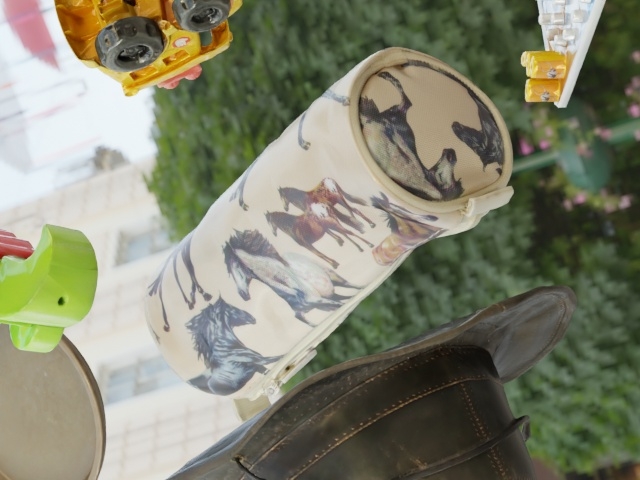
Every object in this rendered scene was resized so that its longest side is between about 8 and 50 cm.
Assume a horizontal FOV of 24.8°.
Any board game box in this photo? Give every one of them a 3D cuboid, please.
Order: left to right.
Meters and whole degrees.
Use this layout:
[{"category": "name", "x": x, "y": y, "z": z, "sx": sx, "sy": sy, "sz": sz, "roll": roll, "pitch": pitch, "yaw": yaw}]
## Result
[{"category": "board game box", "x": 0.261, "y": -0.411, "z": 1.633, "sx": 0.390, "sy": 0.050, "sz": 0.390, "roll": 95, "pitch": 171, "yaw": -62}]

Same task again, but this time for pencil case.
[{"category": "pencil case", "x": 0.000, "y": 0.000, "z": 1.304, "sx": 0.160, "sy": 0.410, "sz": 0.183, "roll": -29, "pitch": -99, "yaw": -44}]

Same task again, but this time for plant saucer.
[{"category": "plant saucer", "x": -0.364, "y": 0.208, "z": 1.790, "sx": 0.041, "sy": 0.278, "sz": 0.277, "roll": -22, "pitch": -87, "yaw": -55}]

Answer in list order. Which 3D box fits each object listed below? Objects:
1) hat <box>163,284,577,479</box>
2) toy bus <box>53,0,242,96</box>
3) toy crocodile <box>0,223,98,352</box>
[{"category": "hat", "x": 0.046, "y": 0.163, "z": 0.930, "sx": 0.134, "sy": 0.331, "sz": 0.331, "roll": 62, "pitch": -168, "yaw": 16}, {"category": "toy bus", "x": -0.176, "y": -0.266, "z": 1.742, "sx": 0.211, "sy": 0.220, "sz": 0.149, "roll": 50, "pitch": -162, "yaw": -62}, {"category": "toy crocodile", "x": -0.295, "y": 0.025, "z": 1.225, "sx": 0.115, "sy": 0.340, "sz": 0.105, "roll": 13, "pitch": -92, "yaw": -33}]
